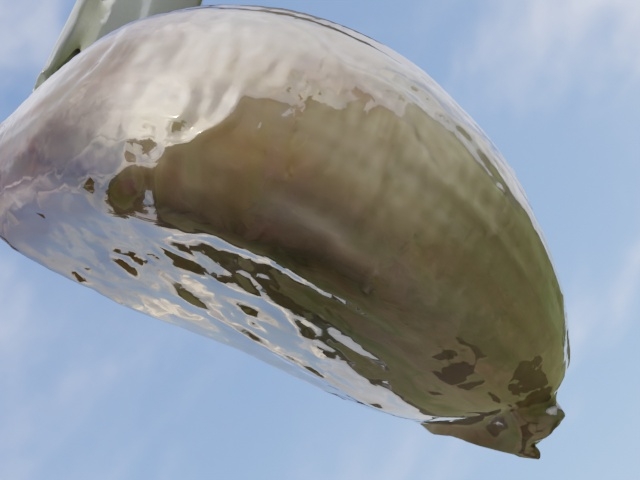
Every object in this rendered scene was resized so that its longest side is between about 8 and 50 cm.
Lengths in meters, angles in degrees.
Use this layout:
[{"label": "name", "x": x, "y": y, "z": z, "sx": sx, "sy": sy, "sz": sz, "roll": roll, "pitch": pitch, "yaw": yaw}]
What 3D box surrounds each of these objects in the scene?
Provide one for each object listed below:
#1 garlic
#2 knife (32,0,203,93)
[{"label": "garlic", "x": -0.002, "y": -0.011, "z": 0.526, "sx": 0.101, "sy": 0.196, "sz": 0.087, "roll": 121, "pitch": 171, "yaw": -48}, {"label": "knife", "x": -0.102, "y": -0.142, "z": 1.026, "sx": 0.073, "sy": 0.040, "sz": 0.265, "roll": 34, "pitch": -123, "yaw": -25}]
